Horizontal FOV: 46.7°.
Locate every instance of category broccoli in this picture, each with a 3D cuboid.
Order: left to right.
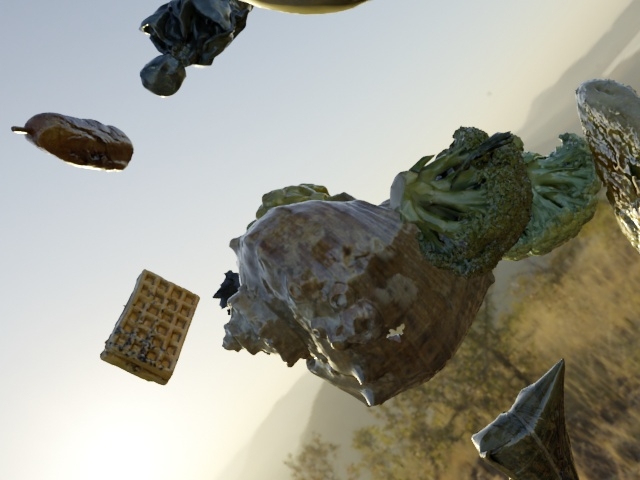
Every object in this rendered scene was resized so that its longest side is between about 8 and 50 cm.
[{"bbox_3d":[0.121,-0.033,0.635,0.131,0.120,0.130,-138,54,-73],"label":"broccoli"}]

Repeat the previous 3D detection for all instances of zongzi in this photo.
[{"bbox_3d":[0.383,0.316,1.181,0.204,0.205,0.094,-51,10,6],"label":"zongzi"}]

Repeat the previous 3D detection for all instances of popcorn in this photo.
[{"bbox_3d":[0.000,0.000,1.260,0.252,0.205,0.237,-15,5,-28],"label":"popcorn"}]

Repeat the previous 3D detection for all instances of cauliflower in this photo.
[{"bbox_3d":[0.379,-0.093,1.423,0.272,0.250,0.275,-25,20,48],"label":"cauliflower"}]

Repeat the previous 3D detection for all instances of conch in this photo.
[{"bbox_3d":[0.067,0.080,0.835,0.353,0.209,0.297,-11,-39,2],"label":"conch"}]

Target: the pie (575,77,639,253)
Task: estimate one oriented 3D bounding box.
[{"bbox_3d":[0.487,-0.098,1.124,0.075,0.337,0.337,-29,-4,4],"label":"pie"}]

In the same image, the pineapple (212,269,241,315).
[{"bbox_3d":[-0.101,0.118,1.470,0.279,0.157,0.157,15,-60,-47],"label":"pineapple"}]

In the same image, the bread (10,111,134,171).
[{"bbox_3d":[-0.486,-0.202,1.475,0.084,0.124,0.344,-58,-15,9],"label":"bread"}]

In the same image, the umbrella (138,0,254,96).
[{"bbox_3d":[-0.152,-0.300,0.965,0.143,0.094,0.348,-20,32,32],"label":"umbrella"}]

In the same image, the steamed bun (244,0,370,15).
[{"bbox_3d":[0.007,-0.311,0.438,0.367,0.255,0.342,109,176,-58],"label":"steamed bun"}]

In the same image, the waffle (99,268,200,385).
[{"bbox_3d":[-0.234,0.121,1.036,0.042,0.103,0.148,-45,21,41],"label":"waffle"}]
